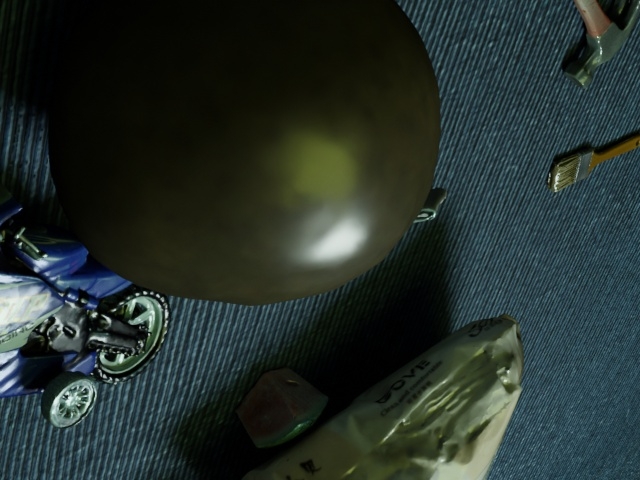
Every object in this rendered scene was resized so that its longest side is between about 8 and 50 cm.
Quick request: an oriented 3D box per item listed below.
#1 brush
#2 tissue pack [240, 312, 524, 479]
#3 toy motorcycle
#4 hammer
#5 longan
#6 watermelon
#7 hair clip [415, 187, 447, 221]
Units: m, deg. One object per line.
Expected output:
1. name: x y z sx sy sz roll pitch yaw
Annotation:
1. brush: 0.336 -0.101 1.212 0.170 0.014 0.043 -23 134 -32
2. tissue pack: 0.084 0.285 1.132 0.376 0.195 0.390 -37 154 -22
3. toy motorcycle: -0.203 0.036 0.722 0.315 0.113 0.168 3 110 -56
4. hammer: 0.240 -0.258 0.964 0.111 0.033 0.288 -51 142 3
5. longan: -0.047 -0.079 0.673 0.258 0.258 0.258 -26 137 -27
6. watermelon: -0.042 0.176 1.031 0.072 0.092 0.084 40 80 -12
7. hair clip: -0.002 0.000 0.848 0.218 0.071 0.159 -33 -172 36
